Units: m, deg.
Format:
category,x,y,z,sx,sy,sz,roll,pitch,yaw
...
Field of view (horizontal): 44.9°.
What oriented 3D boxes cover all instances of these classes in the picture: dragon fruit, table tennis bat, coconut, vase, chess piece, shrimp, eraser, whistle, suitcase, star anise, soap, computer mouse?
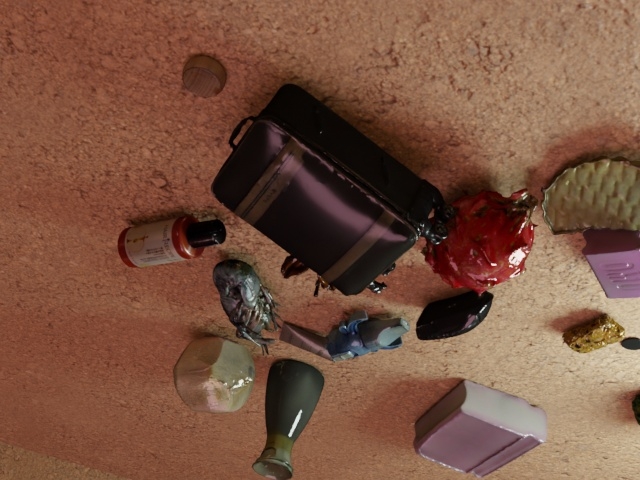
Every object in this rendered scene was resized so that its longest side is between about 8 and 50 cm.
category,x,y,z,sx,sy,sz,roll,pitch,yaw
dragon fruit,0.332,-0.004,1.548,0.205,0.210,0.268,16,141,-31
table tennis bat,0.770,0.248,1.870,0.083,0.007,0.050,-15,134,36
coconut,-0.297,0.388,2.245,0.230,0.227,0.227,-11,136,29
vase,-0.104,0.527,2.269,0.173,0.321,0.173,10,143,8
chess piece,-0.221,-0.310,1.470,0.083,0.038,0.084,8,141,6
shrimp,-0.181,0.200,2.003,0.137,0.172,0.372,-11,129,22
eraser,0.458,0.568,2.296,0.272,0.122,0.359,21,142,-8
whistle,0.116,0.253,2.046,0.269,0.093,0.180,-23,136,31
suitcase,0.009,-0.082,1.495,0.434,0.194,0.283,37,136,-7
star anise,0.000,0.000,1.721,0.220,0.126,0.190,-39,120,21
soap,0.621,0.045,1.586,0.122,0.066,0.203,-8,145,33
computer mouse,0.324,0.183,1.851,0.217,0.122,0.073,-21,107,38

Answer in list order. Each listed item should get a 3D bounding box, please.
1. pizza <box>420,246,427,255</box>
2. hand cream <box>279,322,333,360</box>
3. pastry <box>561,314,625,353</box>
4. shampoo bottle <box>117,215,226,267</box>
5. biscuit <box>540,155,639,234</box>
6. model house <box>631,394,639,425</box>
category,x,y,z,sx,sy,sz,roll,pitch,yaw
pizza,0.271,0.028,1.741,0.099,0.029,0.100,-11,136,32
hand cream,-0.024,0.286,2.163,0.186,0.054,0.087,20,139,4
pastry,0.649,0.228,1.845,0.080,0.056,0.140,37,141,-9
shampoo bottle,-0.350,-0.002,1.856,0.278,0.104,0.104,-10,137,28
biscuit,0.546,-0.087,1.466,0.273,0.036,0.187,0,135,35
model house,0.915,0.503,2.001,0.195,0.189,0.214,-23,130,37
